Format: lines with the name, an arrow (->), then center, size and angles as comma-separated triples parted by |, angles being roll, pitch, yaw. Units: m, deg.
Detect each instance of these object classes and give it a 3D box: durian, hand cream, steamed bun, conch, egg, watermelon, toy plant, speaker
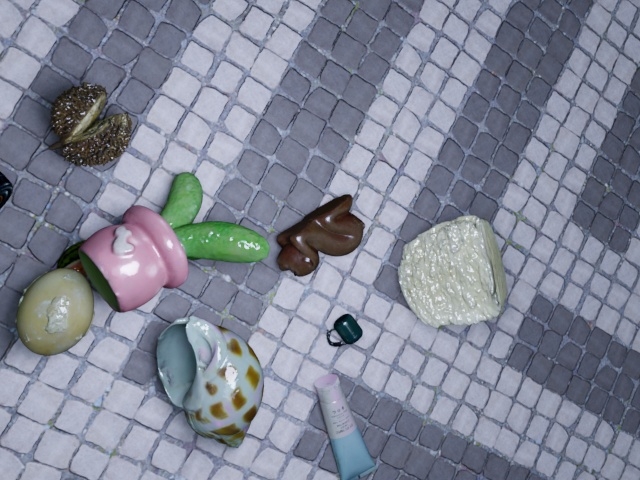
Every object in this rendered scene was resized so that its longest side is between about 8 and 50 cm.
durian -> -0.537, -0.257, 1.353 | 0.195, 0.167, 0.196 | 0, 96, -2
hand cream -> 0.064, 0.516, 1.612 | 0.111, 0.070, 0.313 | -21, 105, -19
steamed bun -> 0.359, 0.085, 1.624 | 0.272, 0.273, 0.291 | -8, 90, 25
conch -> -0.256, 0.351, 1.431 | 0.249, 0.197, 0.369 | 2, 95, 18
egg -> -0.594, 0.161, 1.335 | 0.164, 0.164, 0.202 | 20, 88, -17
watermelon -> -0.549, 0.041, 1.394 | 0.163, 0.069, 0.087 | -21, 96, -15
toy plant -> -0.345, 0.022, 1.359 | 0.317, 0.211, 0.356 | 41, 50, 22
speaker -> 0.062, 0.250, 1.601 | 0.094, 0.060, 0.075 | -39, 100, -14

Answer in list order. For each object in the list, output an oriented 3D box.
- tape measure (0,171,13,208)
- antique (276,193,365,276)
tape measure -> -0.759, -0.086, 1.268 | 0.107, 0.181, 0.182 | 43, 114, -10
antique -> 0.000, 0.000, 1.554 | 0.256, 0.121, 0.144 | -33, 109, -22
